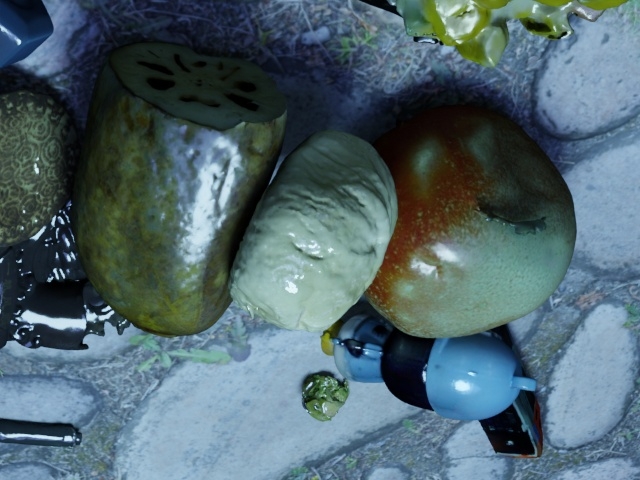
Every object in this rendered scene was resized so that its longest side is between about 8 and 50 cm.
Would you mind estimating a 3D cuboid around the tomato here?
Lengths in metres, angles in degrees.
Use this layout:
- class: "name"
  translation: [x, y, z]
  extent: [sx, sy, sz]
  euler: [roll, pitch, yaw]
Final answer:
- class: "tomato"
  translation: [0.174, -0.015, 1.568]
  extent: [0.304, 0.239, 0.303]
  euler: [-10, 133, -11]

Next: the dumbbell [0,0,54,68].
- class: "dumbbell"
  translation: [-0.447, -0.184, 1.335]
  extent: [0.325, 0.160, 0.144]
  euler: [-38, 98, 18]

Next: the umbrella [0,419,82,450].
- class: "umbrella"
  translation: [-0.422, 0.288, 1.833]
  extent: [0.133, 0.031, 0.036]
  euler: [9, 130, -21]

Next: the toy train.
- class: "toy train"
  translation: [0.260, 0.192, 1.874]
  extent: [0.086, 0.089, 0.409]
  euler: [-4, 138, 24]

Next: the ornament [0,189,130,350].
- class: "ornament"
  translation: [-0.322, 0.037, 1.595]
  extent: [0.261, 0.106, 0.251]
  euler: [-5, 122, -25]

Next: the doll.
- class: "doll"
  translation: [0.153, 0.167, 1.710]
  extent: [0.177, 0.314, 0.141]
  euler: [19, 85, -59]

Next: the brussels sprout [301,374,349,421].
- class: "brussels sprout"
  translation: [0.004, 0.241, 1.880]
  extent: [0.085, 0.058, 0.085]
  euler: [-3, 115, -6]

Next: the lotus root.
- class: "lotus root"
  translation: [-0.172, -0.047, 1.448]
  extent: [0.251, 0.250, 0.346]
  euler: [1, 126, -15]

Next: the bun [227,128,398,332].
- class: "bun"
  translation: [0.000, 0.000, 1.394]
  extent: [0.153, 0.244, 0.243]
  euler: [24, 129, 12]

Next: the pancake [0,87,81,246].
- class: "pancake"
  translation: [-0.357, -0.083, 1.430]
  extent: [0.199, 0.021, 0.199]
  euler: [-28, 129, -43]

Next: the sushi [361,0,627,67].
- class: "sushi"
  translation: [0.143, -0.338, 1.248]
  extent: [0.329, 0.285, 0.327]
  euler: [-15, 133, 2]
